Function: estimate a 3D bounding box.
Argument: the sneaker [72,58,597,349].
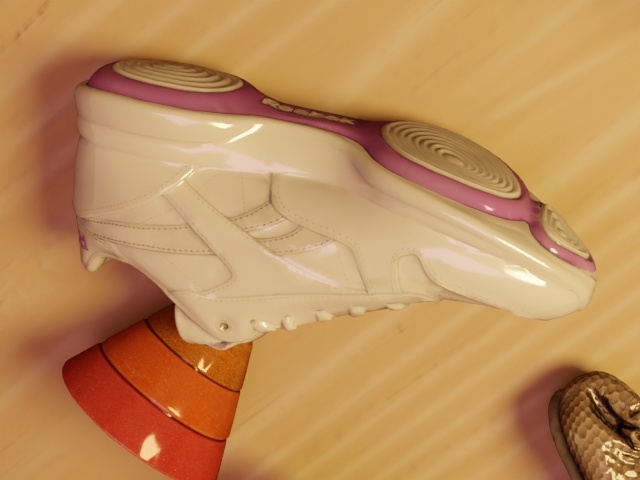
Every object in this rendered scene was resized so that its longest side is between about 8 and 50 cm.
[{"bbox_3d":[0.000,0.000,0.713,0.305,0.114,0.152,18,110,14],"label":"sneaker"}]

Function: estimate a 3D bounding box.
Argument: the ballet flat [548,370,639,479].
[{"bbox_3d":[0.214,0.189,0.743,0.058,0.084,0.250,-29,85,37],"label":"ballet flat"}]

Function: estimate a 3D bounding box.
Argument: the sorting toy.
[{"bbox_3d":[0.020,0.142,0.765,0.365,0.127,0.126,38,92,8],"label":"sorting toy"}]
